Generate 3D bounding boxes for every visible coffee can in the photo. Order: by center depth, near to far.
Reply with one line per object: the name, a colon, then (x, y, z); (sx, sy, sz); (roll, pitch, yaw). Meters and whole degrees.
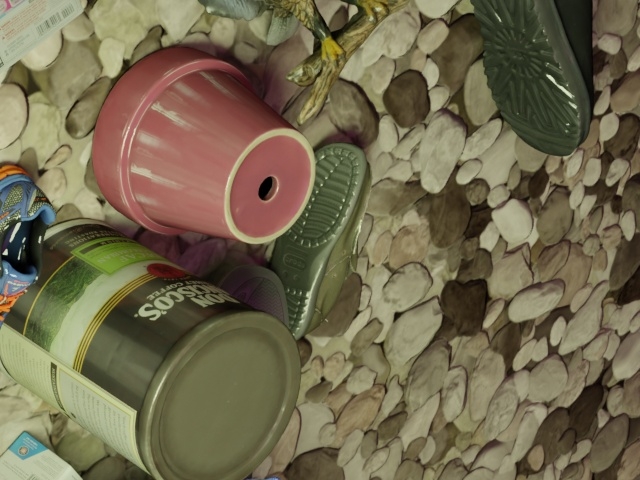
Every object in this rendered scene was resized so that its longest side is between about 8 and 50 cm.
coffee can: (-0.185, 0.117, 1.885); (0.201, 0.275, 0.201); (-24, 126, -37)

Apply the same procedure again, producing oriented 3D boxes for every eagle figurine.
eagle figurine: (-0.046, -0.313, 1.906); (0.298, 0.225, 0.226); (45, 29, -19)

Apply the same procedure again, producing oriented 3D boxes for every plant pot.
plant pot: (-0.111, -0.086, 1.928); (0.201, 0.180, 0.201); (-23, 125, -37)

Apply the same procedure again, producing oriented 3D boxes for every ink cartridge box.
ink cartridge box: (-0.326, 0.283, 1.971); (0.122, 0.088, 0.052); (-47, 140, -17)

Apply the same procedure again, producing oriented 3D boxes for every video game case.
video game case: (-0.314, -0.237, 1.758); (0.157, 0.019, 0.143); (-41, 135, -23)

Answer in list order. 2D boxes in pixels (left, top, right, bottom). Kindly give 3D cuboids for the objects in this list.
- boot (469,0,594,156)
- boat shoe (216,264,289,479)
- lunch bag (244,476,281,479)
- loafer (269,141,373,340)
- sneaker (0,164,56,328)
boot: (0.386, -0.372, 2.340); (0.445, 0.146, 0.367); (-46, 139, -25)
boat shoe: (-0.120, 0.177, 2.139); (0.118, 0.103, 0.320); (4, 103, -27)
lunch bag: (-0.236, 0.427, 1.936); (0.386, 0.239, 0.328); (-8, 159, -28)
loafer: (0.000, 0.000, 2.173); (0.087, 0.094, 0.251); (-1, 116, -59)
sneaker: (-0.331, 0.037, 1.835); (0.083, 0.087, 0.221); (8, 105, -47)
